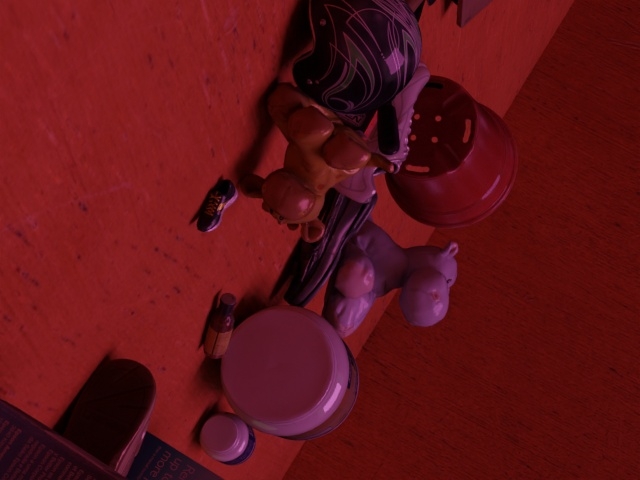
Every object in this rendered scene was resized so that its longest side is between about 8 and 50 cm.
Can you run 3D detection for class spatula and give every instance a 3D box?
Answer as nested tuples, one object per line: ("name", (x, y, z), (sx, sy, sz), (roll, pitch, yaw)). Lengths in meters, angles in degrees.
("spatula", (0.096, -0.215, 1.764), (0.296, 0.084, 0.030), (-91, 177, -48))

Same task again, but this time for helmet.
("helmet", (0.051, -0.261, 1.574), (0.169, 0.169, 0.161), (-49, 175, -43))

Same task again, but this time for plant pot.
("plant pot", (0.225, -0.180, 2.297), (0.272, 0.272, 0.265), (-60, 161, -1))

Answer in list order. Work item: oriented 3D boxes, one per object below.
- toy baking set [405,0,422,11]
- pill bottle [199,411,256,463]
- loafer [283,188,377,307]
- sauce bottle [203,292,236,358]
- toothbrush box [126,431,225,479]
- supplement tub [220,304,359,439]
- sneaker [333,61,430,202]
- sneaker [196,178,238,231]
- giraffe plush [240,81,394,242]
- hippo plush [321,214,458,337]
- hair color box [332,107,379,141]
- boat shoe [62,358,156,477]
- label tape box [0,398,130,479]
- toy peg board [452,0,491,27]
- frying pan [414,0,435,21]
("toy baking set", (0.084, -0.330, 1.734), (0.197, 0.030, 0.256), (-29, 163, -46))
("pill bottle", (-0.179, 0.377, 2.296), (0.094, 0.094, 0.169), (-58, 168, -10))
("loafer", (0.000, 0.000, 2.234), (0.267, 0.084, 0.096), (-56, -161, -1))
("sauce bottle", (-0.158, 0.136, 1.929), (0.042, 0.042, 0.128), (-48, 165, -46))
("toothbrush box", (-0.212, 0.477, 1.905), (0.216, 0.295, 0.126), (-55, 168, -19))
("supplement tub", (-0.054, 0.240, 2.157), (0.228, 0.228, 0.316), (-59, 169, -7))
("sneaker", (0.111, -0.184, 2.059), (0.292, 0.118, 0.110), (-52, 170, -20))
("sneaker", (-0.142, -0.049, 1.601), (0.083, 0.031, 0.035), (-59, 155, -27))
("giraffe plush", (-0.023, -0.096, 1.662), (0.170, 0.181, 0.210), (-50, 153, 10))
("hippo plush", (0.141, 0.082, 2.361), (0.294, 0.236, 0.234), (-78, -176, -46))
("hair color box", (0.069, -0.228, 1.933), (0.141, 0.072, 0.043), (-61, 168, 1))
("boat shoe", (-0.309, 0.318, 1.539), (0.341, 0.122, 0.110), (-57, 167, -21))
("label tape box", (-0.270, 0.344, 1.207), (0.249, 0.348, 0.115), (-57, 168, -12))
("toy peg board", (0.297, -0.508, 2.256), (0.160, 0.079, 0.161), (-42, 165, -7))
("frying pan", (0.176, -0.418, 1.927), (0.326, 0.053, 0.197), (-63, 171, -7))
